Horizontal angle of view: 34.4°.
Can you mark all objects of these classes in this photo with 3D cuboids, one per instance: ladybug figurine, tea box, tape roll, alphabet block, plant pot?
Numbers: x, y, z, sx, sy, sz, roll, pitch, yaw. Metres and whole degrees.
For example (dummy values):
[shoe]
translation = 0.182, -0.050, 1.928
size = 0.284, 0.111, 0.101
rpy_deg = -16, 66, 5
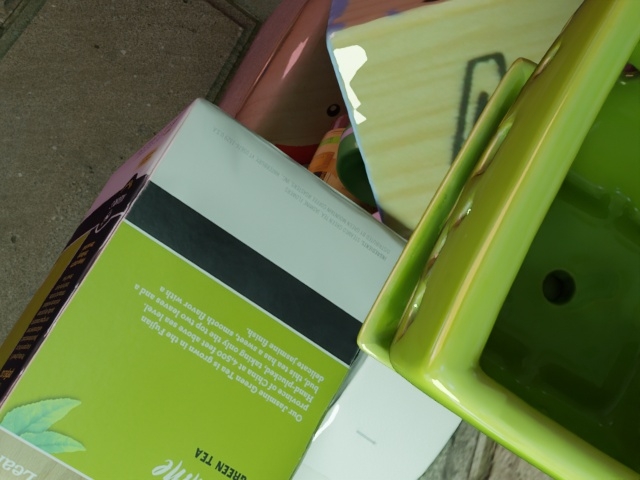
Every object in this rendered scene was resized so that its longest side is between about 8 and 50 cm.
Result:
[ladybug figurine]
translation = -0.016, -0.240, 1.646
size = 0.305, 0.162, 0.449
rpy_deg = -59, 9, -2
[tea box]
translation = -0.142, 0.097, 0.896
size = 0.323, 0.220, 0.329
rpy_deg = -60, 15, -18
[tape roll]
translation = 0.034, 0.111, 0.940
size = 0.286, 0.100, 0.286
rpy_deg = -49, 17, 20
[alphabet block]
translation = 0.127, -0.140, 0.867
size = 0.197, 0.193, 0.192
rpy_deg = -14, 30, 11
[plant pot]
translation = 0.160, 0.022, 0.525
size = 0.227, 0.228, 0.207
rpy_deg = -60, 10, -9

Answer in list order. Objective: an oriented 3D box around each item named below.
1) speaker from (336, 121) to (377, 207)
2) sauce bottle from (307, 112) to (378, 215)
[speaker]
translation = 0.119, -0.181, 1.238
size = 0.131, 0.131, 0.296
rpy_deg = -34, 26, 53
[sauce bottle]
translation = 0.000, 0.000, 1.252
size = 0.111, 0.111, 0.344
rpy_deg = -32, 28, 56
